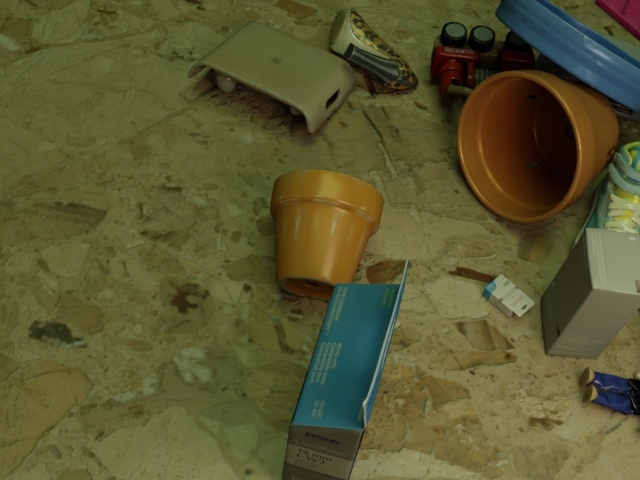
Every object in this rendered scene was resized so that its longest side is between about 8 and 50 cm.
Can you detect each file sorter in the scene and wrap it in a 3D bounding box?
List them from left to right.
[{"bbox_3d":[0.845,-0.579,2.044,0.202,0.182,0.291,-26,60,-21],"label":"file sorter"}]

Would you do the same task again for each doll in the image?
[{"bbox_3d":[0.546,0.274,1.493,0.189,0.046,0.129,12,45,-4],"label":"doll"}]

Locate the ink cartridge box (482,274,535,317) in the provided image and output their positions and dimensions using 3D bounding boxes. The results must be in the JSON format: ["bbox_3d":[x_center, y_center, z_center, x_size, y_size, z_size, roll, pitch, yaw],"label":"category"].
[{"bbox_3d":[0.348,0.108,1.607,0.048,0.028,0.083,-35,64,-25],"label":"ink cartridge box"}]

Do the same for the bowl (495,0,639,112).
[{"bbox_3d":[0.526,-0.389,1.765,0.391,0.077,0.391,27,23,-13],"label":"bowl"}]

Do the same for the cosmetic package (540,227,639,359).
[{"bbox_3d":[0.466,0.096,1.496,0.107,0.238,0.127,6,54,-1],"label":"cosmetic package"}]

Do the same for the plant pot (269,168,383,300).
[{"bbox_3d":[0.000,0.000,1.568,0.205,0.205,0.188,9,69,2],"label":"plant pot"}]

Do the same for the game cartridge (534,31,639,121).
[{"bbox_3d":[0.643,-0.384,1.970,0.294,0.060,0.196,24,60,12],"label":"game cartridge"}]

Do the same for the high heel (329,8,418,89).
[{"bbox_3d":[0.120,-0.429,1.968,0.186,0.093,0.261,22,30,-24],"label":"high heel"}]

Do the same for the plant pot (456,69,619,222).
[{"bbox_3d":[0.442,-0.199,1.699,0.203,0.291,0.291,-19,57,-36],"label":"plant pot"}]

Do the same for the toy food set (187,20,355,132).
[{"bbox_3d":[-0.100,-0.351,1.877,0.306,0.092,0.220,27,45,13],"label":"toy food set"}]

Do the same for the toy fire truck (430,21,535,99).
[{"bbox_3d":[0.348,-0.347,1.857,0.217,0.158,0.246,8,56,0],"label":"toy fire truck"}]

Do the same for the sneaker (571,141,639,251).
[{"bbox_3d":[0.570,-0.057,1.633,0.127,0.208,0.319,17,55,6],"label":"sneaker"}]

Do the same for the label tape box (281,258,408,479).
[{"bbox_3d":[0.033,0.205,1.316,0.115,0.348,0.249,15,55,6],"label":"label tape box"}]
